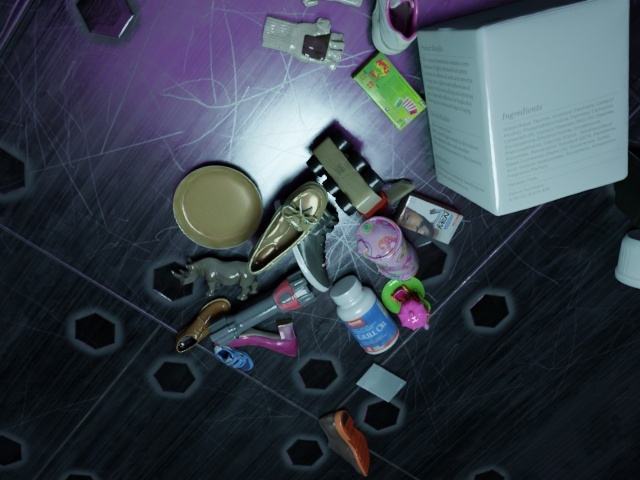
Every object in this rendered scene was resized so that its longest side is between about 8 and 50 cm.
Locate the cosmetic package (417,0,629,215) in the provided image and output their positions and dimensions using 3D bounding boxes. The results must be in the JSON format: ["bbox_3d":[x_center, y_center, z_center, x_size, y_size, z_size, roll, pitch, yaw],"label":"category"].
[{"bbox_3d":[0.450,-0.319,1.230,0.327,0.329,0.394,-16,114,-6],"label":"cosmetic package"}]

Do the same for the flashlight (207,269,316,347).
[{"bbox_3d":[-0.165,0.195,1.525,0.304,0.103,0.103,-29,133,2],"label":"flashlight"}]

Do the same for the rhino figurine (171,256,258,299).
[{"bbox_3d":[-0.293,0.097,1.506,0.243,0.073,0.106,7,116,-6],"label":"rhino figurine"}]

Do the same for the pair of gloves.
[{"bbox_3d":[-0.015,-0.543,1.273,0.204,0.042,0.240,18,110,-11],"label":"pair of gloves"}]

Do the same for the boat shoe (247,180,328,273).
[{"bbox_3d":[-0.082,-0.025,1.371,0.104,0.089,0.285,36,105,-4],"label":"boat shoe"}]

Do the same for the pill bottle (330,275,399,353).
[{"bbox_3d":[0.123,0.212,1.560,0.124,0.124,0.221,-33,111,9],"label":"pill bottle"}]

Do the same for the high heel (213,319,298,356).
[{"bbox_3d":[-0.189,0.312,1.603,0.244,0.082,0.117,-11,105,-13],"label":"high heel"}]

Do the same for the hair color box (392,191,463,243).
[{"bbox_3d":[0.297,-0.064,1.495,0.167,0.053,0.093,20,111,-11],"label":"hair color box"}]

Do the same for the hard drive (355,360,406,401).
[{"bbox_3d":[0.192,0.450,1.721,0.135,0.022,0.094,33,107,-17],"label":"hard drive"}]

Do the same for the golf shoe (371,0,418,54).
[{"bbox_3d":[0.172,-0.581,1.210,0.115,0.140,0.306,-13,108,-9],"label":"golf shoe"}]

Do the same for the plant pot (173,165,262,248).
[{"bbox_3d":[-0.273,-0.090,1.450,0.236,0.032,0.236,-1,113,-3],"label":"plant pot"}]

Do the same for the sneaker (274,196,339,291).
[{"bbox_3d":[0.000,0.000,1.469,0.147,0.104,0.296,-21,109,10],"label":"sneaker"}]

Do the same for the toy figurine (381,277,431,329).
[{"bbox_3d":[0.268,0.206,1.549,0.130,0.159,0.173,-42,110,13],"label":"toy figurine"}]

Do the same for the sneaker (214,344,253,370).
[{"bbox_3d":[-0.264,0.354,1.624,0.144,0.059,0.053,38,103,-19],"label":"sneaker"}]

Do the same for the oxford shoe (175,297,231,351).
[{"bbox_3d":[-0.339,0.252,1.568,0.076,0.076,0.212,42,102,-17],"label":"oxford shoe"}]

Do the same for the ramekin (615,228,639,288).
[{"bbox_3d":[0.965,0.043,1.488,0.273,0.273,0.127,-8,101,-1],"label":"ramekin"}]

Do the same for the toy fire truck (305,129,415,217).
[{"bbox_3d":[0.117,-0.158,1.392,0.158,0.217,0.246,-43,151,13],"label":"toy fire truck"}]

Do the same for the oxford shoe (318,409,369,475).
[{"bbox_3d":[0.085,0.670,1.782,0.098,0.097,0.271,-17,110,24],"label":"oxford shoe"}]

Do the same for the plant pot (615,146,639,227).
[{"bbox_3d":[0.913,-0.131,1.454,0.188,0.187,0.167,5,124,-7],"label":"plant pot"}]

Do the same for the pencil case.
[{"bbox_3d":[0.181,0.030,1.418,0.124,0.284,0.124,-5,73,18],"label":"pencil case"}]

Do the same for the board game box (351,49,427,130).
[{"bbox_3d":[0.173,-0.376,1.358,0.092,0.043,0.181,-43,110,12],"label":"board game box"}]
